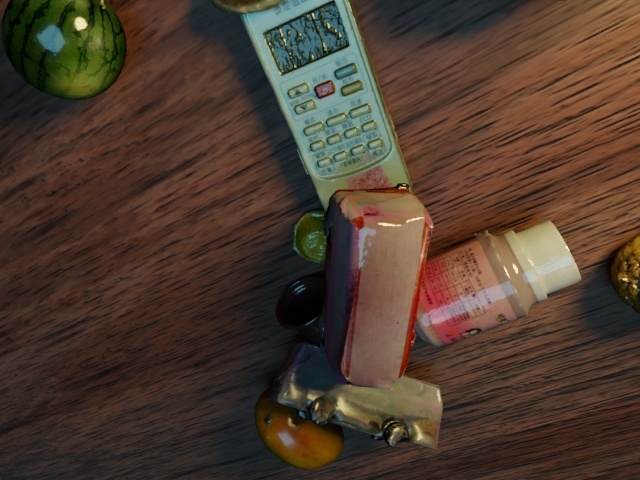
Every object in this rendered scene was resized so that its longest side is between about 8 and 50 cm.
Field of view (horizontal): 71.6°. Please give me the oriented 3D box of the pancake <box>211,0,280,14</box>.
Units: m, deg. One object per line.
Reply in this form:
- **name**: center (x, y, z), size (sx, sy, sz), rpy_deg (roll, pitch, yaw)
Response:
- **pancake**: center (-0.085, -0.344, 0.542), size (0.139, 0.022, 0.140), rpy_deg (1, 93, 20)

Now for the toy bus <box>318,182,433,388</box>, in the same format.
- **toy bus**: center (0.070, 0.073, 0.645), size (0.127, 0.147, 0.303), rpy_deg (-1, 113, -11)

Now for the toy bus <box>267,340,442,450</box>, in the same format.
- **toy bus**: center (0.069, 0.287, 0.820), size (0.316, 0.138, 0.112), rpy_deg (23, 159, -14)

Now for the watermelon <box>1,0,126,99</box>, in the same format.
- **watermelon**: center (-0.317, -0.274, 0.572), size (0.140, 0.141, 0.187), rpy_deg (38, 113, -14)

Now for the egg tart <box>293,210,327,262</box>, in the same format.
- **egg tart**: center (0.000, 0.000, 0.746), size (0.105, 0.039, 0.105), rpy_deg (2, 120, 3)

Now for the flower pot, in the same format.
- **flower pot**: center (-0.010, 0.132, 0.793), size (0.111, 0.111, 0.089), rpy_deg (-23, 129, 18)

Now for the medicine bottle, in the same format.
- **medicine bottle**: center (0.257, 0.065, 0.696), size (0.247, 0.147, 0.147), rpy_deg (-26, 113, 19)

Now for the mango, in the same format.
- **mango**: center (-0.037, 0.380, 0.895), size (0.120, 0.151, 0.221), rpy_deg (-40, 109, 18)

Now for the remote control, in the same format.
- **remote control**: center (0.019, -0.190, 0.632), size (0.145, 0.050, 0.344), rpy_deg (-18, 115, 15)

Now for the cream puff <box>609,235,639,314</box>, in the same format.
- **cream puff**: center (0.538, 0.062, 0.679), size (0.165, 0.115, 0.150), rpy_deg (8, 116, 3)
